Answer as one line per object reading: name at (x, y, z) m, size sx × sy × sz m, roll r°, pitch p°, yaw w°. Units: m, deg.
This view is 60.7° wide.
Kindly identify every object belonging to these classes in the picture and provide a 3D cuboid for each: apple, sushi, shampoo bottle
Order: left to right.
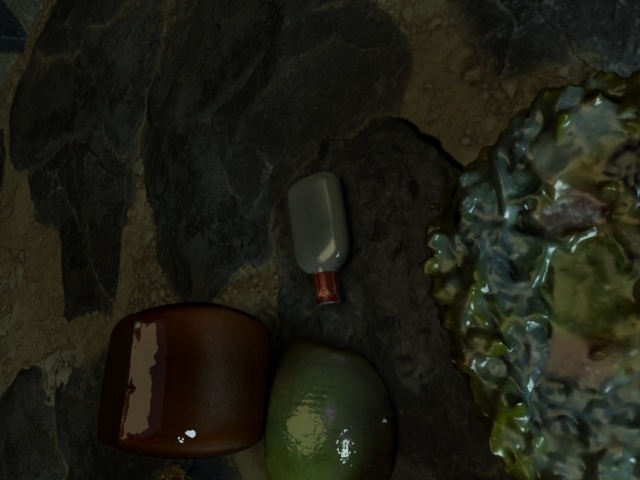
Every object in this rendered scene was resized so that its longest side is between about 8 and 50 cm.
shampoo bottle at (0.000, 0.000, 0.907) m, size 0.108 × 0.051 × 0.221 m, roll -18°, pitch 69°, yaw 30°
apple at (0.010, 0.282, 0.804) m, size 0.193 × 0.120 × 0.265 m, roll -1°, pitch 82°, yaw 26°
sushi at (0.306, 0.037, 0.553) m, size 0.351 × 0.240 × 0.397 m, roll -27°, pitch 68°, yaw 29°

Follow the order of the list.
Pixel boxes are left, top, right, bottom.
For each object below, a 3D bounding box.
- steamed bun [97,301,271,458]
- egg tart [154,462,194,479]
steamed bun at (-0.211, 0.227, 0.887) m, size 0.379 × 0.248 × 0.235 m, roll -32°, pitch 54°, yaw 59°
egg tart at (-0.255, 0.529, 0.964) m, size 0.231 × 0.098 × 0.252 m, roll 13°, pitch 85°, yaw 48°
